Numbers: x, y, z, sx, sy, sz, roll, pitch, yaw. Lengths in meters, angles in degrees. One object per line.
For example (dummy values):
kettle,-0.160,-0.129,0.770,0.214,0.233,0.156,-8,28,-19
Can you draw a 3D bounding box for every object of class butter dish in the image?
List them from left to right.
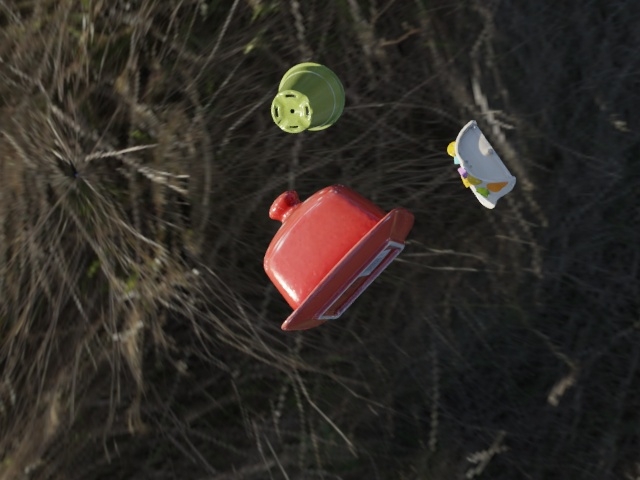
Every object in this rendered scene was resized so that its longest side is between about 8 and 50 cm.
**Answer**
butter dish,0.000,0.000,1.384,0.118,0.160,0.160,45,96,10

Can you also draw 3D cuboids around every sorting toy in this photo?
sorting toy,0.166,-0.069,1.502,0.045,0.075,0.083,-27,61,-6

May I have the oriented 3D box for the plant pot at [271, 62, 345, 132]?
plant pot,-0.022,-0.160,1.680,0.083,0.079,0.083,6,111,17
